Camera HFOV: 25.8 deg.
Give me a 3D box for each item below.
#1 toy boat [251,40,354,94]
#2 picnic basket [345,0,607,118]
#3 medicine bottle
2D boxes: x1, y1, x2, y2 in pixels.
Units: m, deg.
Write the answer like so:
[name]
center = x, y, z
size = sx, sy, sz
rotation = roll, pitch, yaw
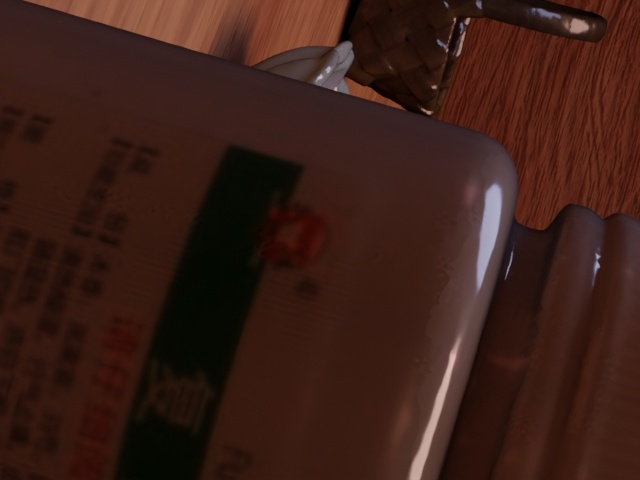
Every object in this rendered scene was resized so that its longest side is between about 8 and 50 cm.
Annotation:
[toy boat]
center = -0.051, -0.051, 1.083
size = 0.290, 0.100, 0.199
rotation = -67, 171, -53
[picnic basket]
center = 0.212, -0.306, 1.788
size = 0.293, 0.337, 0.337
rotation = -49, 156, -76
[medicine bottle]
center = -0.017, 0.049, 0.492
size = 0.208, 0.340, 0.208
rotation = 17, 90, -84
